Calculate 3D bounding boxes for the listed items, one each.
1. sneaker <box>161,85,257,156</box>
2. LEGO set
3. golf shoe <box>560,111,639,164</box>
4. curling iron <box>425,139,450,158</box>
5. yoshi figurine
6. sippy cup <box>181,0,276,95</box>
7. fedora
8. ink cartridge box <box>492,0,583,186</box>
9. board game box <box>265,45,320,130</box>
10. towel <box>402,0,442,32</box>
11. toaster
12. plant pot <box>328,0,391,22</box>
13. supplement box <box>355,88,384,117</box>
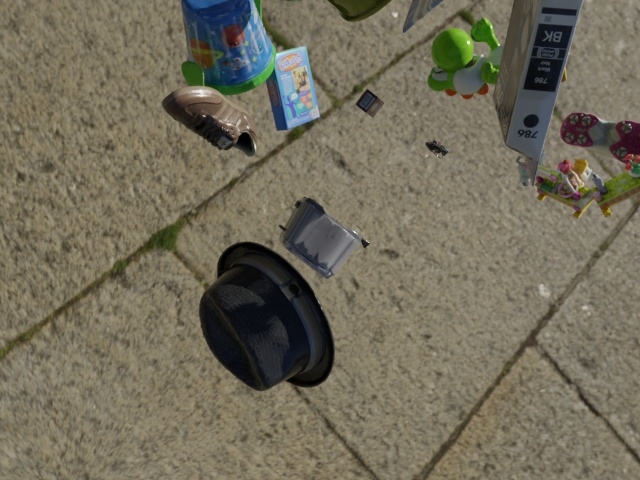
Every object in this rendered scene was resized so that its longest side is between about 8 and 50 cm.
[{"bbox_3d":[-0.153,-0.175,1.007,0.188,0.066,0.071,6,56,-58],"label":"sneaker"},{"bbox_3d":[0.445,-0.117,1.106,0.107,0.286,0.132,38,68,-41],"label":"LEGO set"},{"bbox_3d":[0.832,-0.278,1.877,0.306,0.115,0.140,32,17,37],"label":"golf shoe"},{"bbox_3d":[0.368,-0.277,2.066,0.068,0.274,0.035,43,105,9],"label":"curling iron"},{"bbox_3d":[0.433,-0.476,1.718,0.203,0.362,0.203,-16,100,-60],"label":"yoshi figurine"},{"bbox_3d":[-0.241,-0.524,1.682,0.239,0.224,0.306,-14,57,-3],"label":"sippy cup"},{"bbox_3d":[-0.132,0.175,1.333,0.152,0.334,0.334,-31,82,-40],"label":"fedora"},{"bbox_3d":[0.309,-0.261,0.985,0.065,0.333,0.165,4,37,3],"label":"ink cartridge box"},{"bbox_3d":[-0.083,-0.435,1.917,0.160,0.047,0.210,-31,116,-47],"label":"board game box"},{"bbox_3d":[0.377,-0.797,2.132,0.034,0.285,0.209,32,59,-20],"label":"towel"},{"bbox_3d":[0.000,0.000,1.768,0.227,0.129,0.146,37,89,-13],"label":"toaster"},{"bbox_3d":[0.022,-0.697,1.348,0.352,0.366,0.367,28,61,-28],"label":"plant pot"},{"bbox_3d":[0.134,-0.371,1.826,0.043,0.083,0.055,40,103,12],"label":"supplement box"}]
